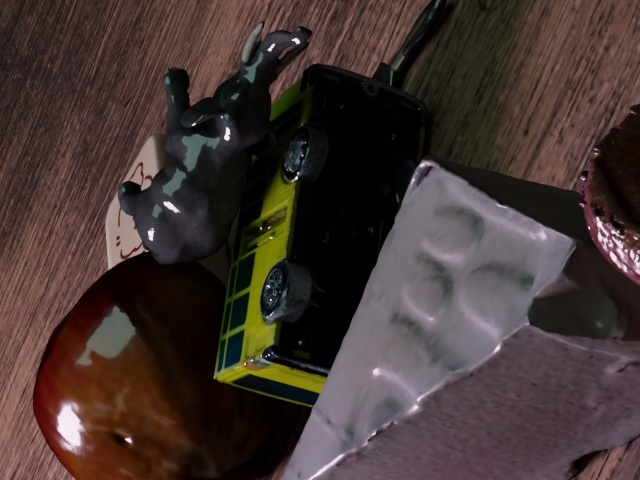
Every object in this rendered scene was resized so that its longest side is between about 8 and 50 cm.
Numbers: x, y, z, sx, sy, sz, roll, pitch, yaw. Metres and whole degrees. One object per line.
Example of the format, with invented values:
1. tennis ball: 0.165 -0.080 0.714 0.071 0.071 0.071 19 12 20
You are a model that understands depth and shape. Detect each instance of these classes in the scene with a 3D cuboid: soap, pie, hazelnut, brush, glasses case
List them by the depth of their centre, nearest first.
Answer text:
1. pie: 0.230 -0.026 0.889 0.182 0.182 0.049 -105 3 -51
2. soap: 0.116 0.111 1.040 0.258 0.159 0.302 37 108 62
3. hazelnut: -0.143 0.134 1.470 0.217 0.217 0.251 -105 18 -51
4. brush: 0.062 -0.149 1.496 0.193 0.016 0.063 -54 30 34
5. glasses case: -0.164 0.034 1.773 0.144 0.076 0.336 -57 28 29

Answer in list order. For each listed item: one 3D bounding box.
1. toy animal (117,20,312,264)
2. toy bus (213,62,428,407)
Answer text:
1. toy animal: -0.087 -0.094 1.385 0.269 0.082 0.137 -59 31 24
2. toy bus: 0.000 0.000 1.388 0.150 0.128 0.262 -30 48 56
